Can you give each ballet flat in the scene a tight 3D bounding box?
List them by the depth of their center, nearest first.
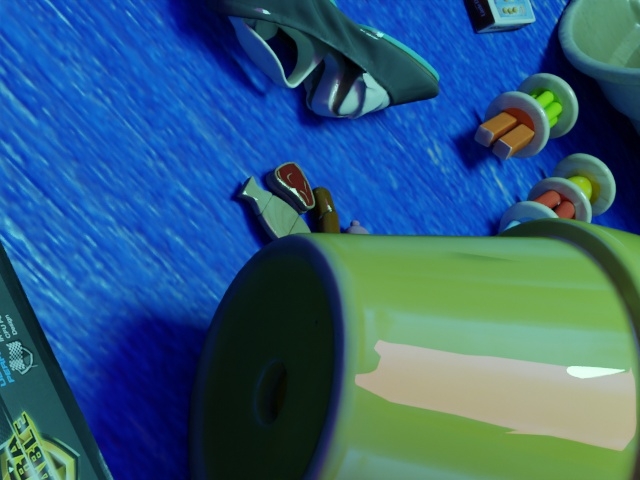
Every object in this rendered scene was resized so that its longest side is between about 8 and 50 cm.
[{"bbox_3d":[-0.001,-0.120,0.966,0.203,0.074,0.074,34,50,-44],"label":"ballet flat"}]

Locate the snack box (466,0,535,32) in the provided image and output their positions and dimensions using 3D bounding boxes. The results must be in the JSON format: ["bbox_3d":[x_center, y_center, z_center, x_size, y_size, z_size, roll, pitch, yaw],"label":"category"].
[{"bbox_3d":[0.119,-0.251,1.196,0.064,0.022,0.178,-13,83,-52],"label":"snack box"}]

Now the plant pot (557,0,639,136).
[{"bbox_3d":[0.410,-0.100,1.265,0.305,0.333,0.334,62,37,-25],"label":"plant pot"}]

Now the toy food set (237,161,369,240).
[{"bbox_3d":[0.000,0.000,0.943,0.122,0.019,0.078,50,41,-10],"label":"toy food set"}]

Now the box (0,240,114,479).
[{"bbox_3d":[-0.192,0.075,0.652,0.175,0.051,0.220,-29,96,-52],"label":"box"}]

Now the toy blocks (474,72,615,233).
[{"bbox_3d":[0.151,-0.046,1.114,0.148,0.054,0.123,-37,103,-50],"label":"toy blocks"}]

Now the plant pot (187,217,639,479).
[{"bbox_3d":[0.069,0.099,0.817,0.239,0.254,0.254,15,61,-28],"label":"plant pot"}]
